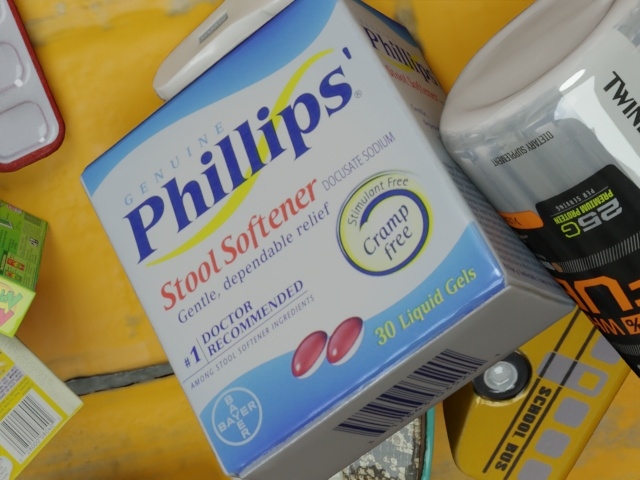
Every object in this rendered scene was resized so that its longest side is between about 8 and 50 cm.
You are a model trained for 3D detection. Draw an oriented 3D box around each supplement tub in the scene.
[{"bbox_3d":[0.261,-0.024,1.312,0.207,0.207,0.338,-38,106,16],"label":"supplement tub"}]

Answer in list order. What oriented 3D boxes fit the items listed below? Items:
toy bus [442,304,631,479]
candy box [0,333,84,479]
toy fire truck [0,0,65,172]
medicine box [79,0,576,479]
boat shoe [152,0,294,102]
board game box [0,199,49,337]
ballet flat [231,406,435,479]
[{"bbox_3d":[0.210,0.052,1.520,0.130,0.108,0.333,22,113,-12],"label":"toy bus"},{"bbox_3d":[-0.286,0.162,1.382,0.105,0.206,0.027,45,152,-5],"label":"candy box"},{"bbox_3d":[-0.359,-0.161,1.400,0.254,0.169,0.302,-26,116,-15],"label":"toy fire truck"},{"bbox_3d":[0.000,0.000,1.386,0.263,0.149,0.289,-37,66,17],"label":"medicine box"},{"bbox_3d":[-0.051,-0.160,1.441,0.184,0.066,0.063,-41,120,16],"label":"boat shoe"},{"bbox_3d":[-0.273,0.010,1.450,0.092,0.181,0.043,26,104,-13],"label":"board game box"},{"bbox_3d":[0.010,0.261,1.579,0.182,0.164,0.483,-12,119,-18],"label":"ballet flat"}]
